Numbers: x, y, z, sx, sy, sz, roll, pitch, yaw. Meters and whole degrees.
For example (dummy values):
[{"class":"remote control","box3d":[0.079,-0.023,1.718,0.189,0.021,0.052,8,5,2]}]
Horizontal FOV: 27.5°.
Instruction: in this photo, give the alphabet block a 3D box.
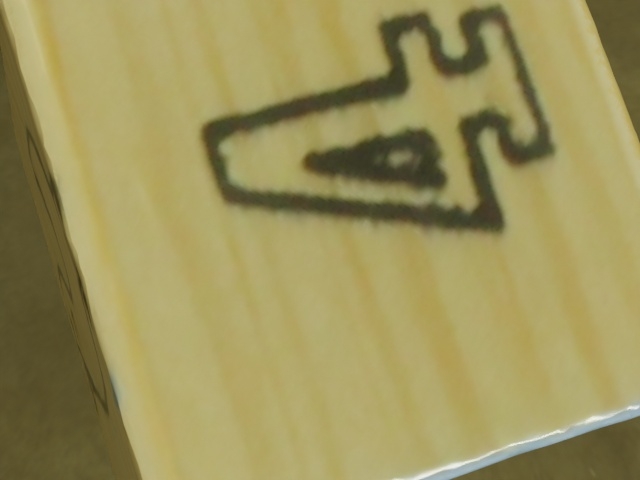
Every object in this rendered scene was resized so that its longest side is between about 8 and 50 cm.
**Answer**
[{"class":"alphabet block","box3d":[0.000,0.000,0.491,0.193,0.192,0.197,-16,78,-15]}]
